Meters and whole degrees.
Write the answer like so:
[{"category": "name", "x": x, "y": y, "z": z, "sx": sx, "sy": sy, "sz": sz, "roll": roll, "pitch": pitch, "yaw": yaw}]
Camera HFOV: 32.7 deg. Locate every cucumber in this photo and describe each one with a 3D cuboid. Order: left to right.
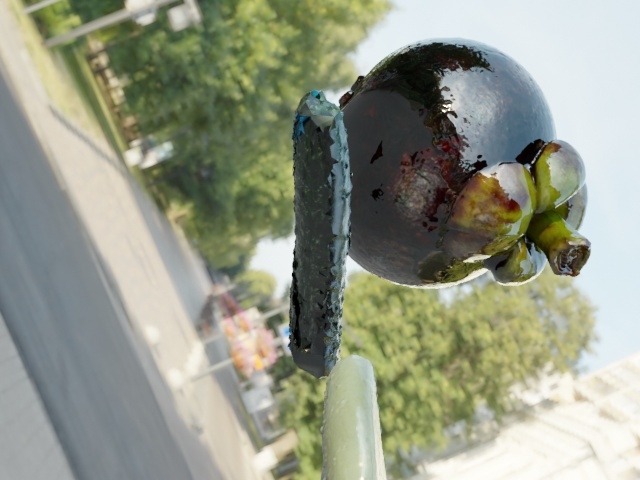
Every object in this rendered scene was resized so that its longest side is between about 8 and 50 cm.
[{"category": "cucumber", "x": 0.000, "y": 0.001, "z": 0.782, "sx": 0.043, "sy": 0.044, "sz": 0.256, "roll": 25, "pitch": -44, "yaw": 25}]

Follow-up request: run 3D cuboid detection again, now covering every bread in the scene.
[{"category": "bread", "x": 0.019, "y": 0.166, "z": 0.536, "sx": 0.112, "sy": 0.036, "sz": 0.192, "roll": -86, "pitch": 168, "yaw": -68}]

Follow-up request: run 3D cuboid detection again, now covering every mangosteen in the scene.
[{"category": "mangosteen", "x": 0.156, "y": -0.083, "z": 1.245, "sx": 0.297, "sy": 0.314, "sz": 0.296, "roll": -171, "pitch": -90, "yaw": -84}]
